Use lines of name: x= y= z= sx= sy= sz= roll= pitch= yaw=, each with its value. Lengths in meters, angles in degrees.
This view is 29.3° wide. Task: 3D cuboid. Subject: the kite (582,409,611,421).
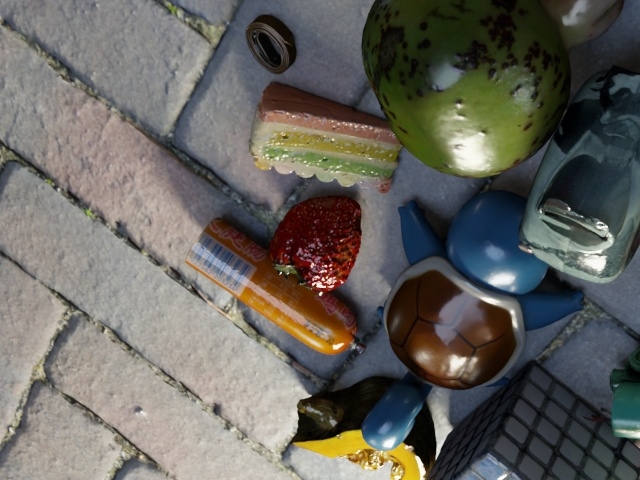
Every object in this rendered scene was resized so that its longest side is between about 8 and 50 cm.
kite: x=0.502 y=0.269 z=1.746 sx=0.245 sy=0.141 sz=0.015 roll=7 pitch=90 yaw=33

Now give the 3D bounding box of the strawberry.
strawberry: x=-0.004 y=0.000 z=1.828 sx=0.131 sy=0.131 sz=0.148 roll=25 pitch=85 yaw=11

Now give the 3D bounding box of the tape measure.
tape measure: x=0.344 y=-0.084 z=1.490 sx=0.147 sy=0.256 sz=0.275 roll=26 pitch=165 yaw=16

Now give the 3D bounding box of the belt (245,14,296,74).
belt: x=-0.068 y=-0.276 z=1.725 sx=0.059 sy=0.036 sz=0.083 roll=-22 pitch=109 yaw=34

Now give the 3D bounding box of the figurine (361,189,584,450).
figurine: x=0.187 y=0.103 z=1.752 sx=0.298 sy=0.243 sz=0.416 roll=35 pitch=109 yaw=14

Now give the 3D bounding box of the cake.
cake: x=0.003 y=-0.137 z=1.747 sx=0.225 sy=0.090 sz=0.109 roll=21 pitch=123 yaw=13

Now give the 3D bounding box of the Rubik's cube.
Rubik's cube: x=0.303 y=0.370 z=1.824 sx=0.237 sy=0.238 sz=0.237 roll=38 pitch=130 yaw=2

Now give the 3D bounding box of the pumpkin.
pumpkin: x=0.072 y=0.286 z=1.960 sx=0.248 sy=0.131 sz=0.126 roll=13 pitch=134 yaw=13

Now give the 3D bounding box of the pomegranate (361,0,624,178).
pomegranate: x=0.222 y=-0.242 z=1.487 sx=0.340 sy=0.285 sz=0.285 roll=-27 pitch=108 yaw=5

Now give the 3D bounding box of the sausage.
sausage: x=-0.060 y=0.085 z=1.918 sx=0.312 sy=0.093 sz=0.093 roll=34 pitch=129 yaw=3

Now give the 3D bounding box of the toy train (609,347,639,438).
toy train: x=0.514 y=0.221 z=1.674 sx=0.248 sy=0.159 sz=0.101 roll=-1 pitch=124 yaw=26
